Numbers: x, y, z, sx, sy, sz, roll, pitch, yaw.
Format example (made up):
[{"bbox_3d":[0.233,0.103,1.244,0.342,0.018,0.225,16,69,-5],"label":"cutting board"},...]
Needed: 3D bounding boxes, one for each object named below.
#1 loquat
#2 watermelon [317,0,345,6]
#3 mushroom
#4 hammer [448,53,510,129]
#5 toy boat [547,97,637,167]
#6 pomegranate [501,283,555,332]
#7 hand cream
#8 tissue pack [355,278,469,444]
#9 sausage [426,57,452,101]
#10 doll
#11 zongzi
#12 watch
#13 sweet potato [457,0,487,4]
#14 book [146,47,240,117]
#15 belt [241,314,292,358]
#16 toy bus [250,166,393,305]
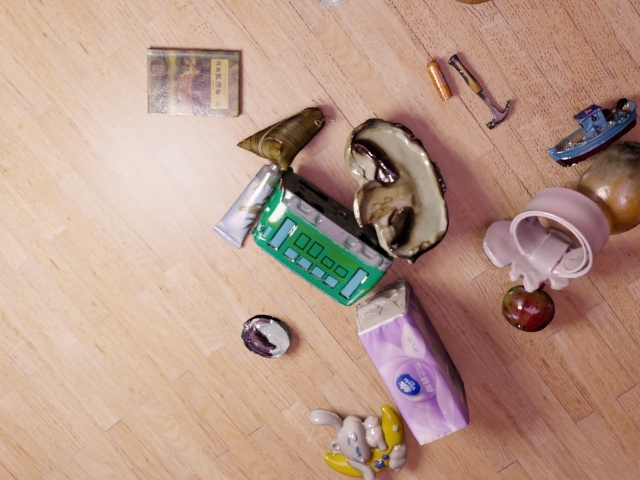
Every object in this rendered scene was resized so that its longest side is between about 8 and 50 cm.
[{"bbox_3d":[0.705,-0.124,1.639,0.179,0.179,0.228,29,107,-4],"label":"loquat"},{"bbox_3d":[0.032,-0.581,1.612,0.085,0.061,0.085,2,102,12],"label":"watermelon"},{"bbox_3d":[0.168,-0.113,1.652,0.247,0.130,0.344,-28,83,-19],"label":"mushroom"},{"bbox_3d":[0.380,-0.366,1.670,0.078,0.021,0.201,-39,100,11],"label":"hammer"},{"bbox_3d":[0.638,-0.263,1.641,0.223,0.100,0.097,-33,109,8],"label":"toy boat"},{"bbox_3d":[0.535,0.156,1.743,0.159,0.129,0.129,-45,98,3],"label":"pomegranate"},{"bbox_3d":[-0.172,-0.096,1.754,0.088,0.055,0.256,37,109,-2],"label":"hand cream"},{"bbox_3d":[0.224,0.292,1.729,0.160,0.242,0.338,-28,101,12],"label":"tissue pack"},{"bbox_3d":[0.283,-0.387,1.665,0.031,0.031,0.107,-25,100,9],"label":"sausage"},{"bbox_3d":[0.112,0.541,1.863,0.237,0.111,0.252,-14,112,7],"label":"doll"},{"bbox_3d":[-0.093,-0.271,1.705,0.187,0.184,0.084,-46,134,-20],"label":"zongzi"},{"bbox_3d":[0.526,-0.008,1.630,0.244,0.231,0.196,36,63,14],"label":"watch"},{"bbox_3d":[0.428,-0.609,1.591,0.255,0.058,0.078,-35,84,13],"label":"sweet potato"},{"bbox_3d":[-0.310,-0.384,1.698,0.228,0.024,0.160,3,102,3],"label":"book"},{"bbox_3d":[-0.142,0.251,1.831,0.139,0.058,0.105,25,98,0],"label":"belt"},{"bbox_3d":[0.000,0.000,1.699,0.343,0.183,0.199,36,109,-5],"label":"toy bus"}]
